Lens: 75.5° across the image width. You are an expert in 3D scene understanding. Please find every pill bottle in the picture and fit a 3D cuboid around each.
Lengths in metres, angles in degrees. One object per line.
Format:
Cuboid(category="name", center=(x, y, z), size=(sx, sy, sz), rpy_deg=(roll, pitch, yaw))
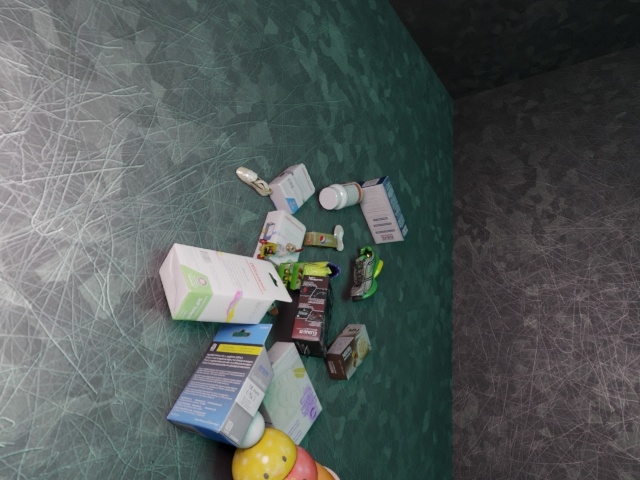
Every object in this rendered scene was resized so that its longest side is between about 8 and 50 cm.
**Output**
Cuboid(category="pill bottle", center=(0.097, -0.212, 1.962), size=(0.221, 0.121, 0.121), rpy_deg=(-20, 100, -52))

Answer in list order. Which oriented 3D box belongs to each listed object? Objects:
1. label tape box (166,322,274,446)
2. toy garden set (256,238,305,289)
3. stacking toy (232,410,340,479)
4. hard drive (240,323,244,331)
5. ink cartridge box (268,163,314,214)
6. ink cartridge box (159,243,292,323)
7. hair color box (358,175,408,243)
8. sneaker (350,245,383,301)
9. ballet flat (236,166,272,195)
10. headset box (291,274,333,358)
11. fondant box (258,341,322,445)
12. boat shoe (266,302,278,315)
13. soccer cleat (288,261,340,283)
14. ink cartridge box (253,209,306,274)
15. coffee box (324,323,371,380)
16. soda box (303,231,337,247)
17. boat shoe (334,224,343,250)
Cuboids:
Cuboid(category="label tape box", center=(-0.273, 0.420, 1.256), size=(0.106, 0.241, 0.333), rpy_deg=(56, 44, -32))
Cuboid(category="toy garden set", center=(-0.145, 0.096, 1.502), size=(0.244, 0.049, 0.203), rpy_deg=(-2, 109, -41))
Cuboid(category="stacking toy", center=(-0.166, 0.720, 1.291), size=(0.350, 0.351, 0.479), rpy_deg=(-45, 114, -47))
Cuboid(category="hard drive", center=(-0.272, 0.243, 1.471), size=(0.094, 0.022, 0.135), rpy_deg=(-42, 118, -48))
Cuboid(category="ink cartridge box", center=(-0.120, -0.211, 1.701), size=(0.190, 0.082, 0.139), rpy_deg=(-52, 125, -46))
Cuboid(category="ink cartridge box", center=(-0.283, 0.142, 1.265), size=(0.354, 0.119, 0.207), rpy_deg=(14, 30, -41))
Cuboid(category="hair color box", center=(0.330, -0.159, 2.225), size=(0.105, 0.174, 0.347), rpy_deg=(-51, 125, -46))
Cuboid(category="sneaker", center=(0.206, 0.167, 2.064), size=(0.146, 0.134, 0.343), rpy_deg=(53, 37, -25))
Cuboid(category="ballet flat", center=(-0.244, -0.228, 1.560), size=(0.168, 0.052, 0.057), rpy_deg=(38, 56, -44))
Cuboid(category="headset box", center=(-0.025, 0.314, 1.629), size=(0.218, 0.110, 0.293), rpy_deg=(77, 19, -58))
Cuboid(category="fondant box", center=(-0.138, 0.581, 1.538), size=(0.238, 0.096, 0.330), rpy_deg=(-42, 118, -49))
Cuboid(category="boat shoe", center=(-0.196, 0.238, 1.558), size=(0.137, 0.043, 0.049), rpy_deg=(58, 41, -32))
Cuboid(category="soccer cleat", center=(-0.024, 0.130, 1.741), size=(0.289, 0.121, 0.093), rpy_deg=(-1, 86, -53))
Cuboid(category="ink cartridge box", center=(-0.154, 0.009, 1.611), size=(0.154, 0.093, 0.212), rpy_deg=(40, 57, -44))
Cuboid(category="coffee box", center=(0.128, 0.509, 1.905), size=(0.246, 0.098, 0.141), rpy_deg=(-34, 111, -51))
Cuboid(category="soda box", center=(0.000, 0.000, 1.845), size=(0.181, 0.061, 0.058), rpy_deg=(9, 77, -53))
Cuboid(category="boat shoe", center=(0.087, -0.010, 1.986), size=(0.046, 0.038, 0.125), rpy_deg=(-5, 81, -12))
